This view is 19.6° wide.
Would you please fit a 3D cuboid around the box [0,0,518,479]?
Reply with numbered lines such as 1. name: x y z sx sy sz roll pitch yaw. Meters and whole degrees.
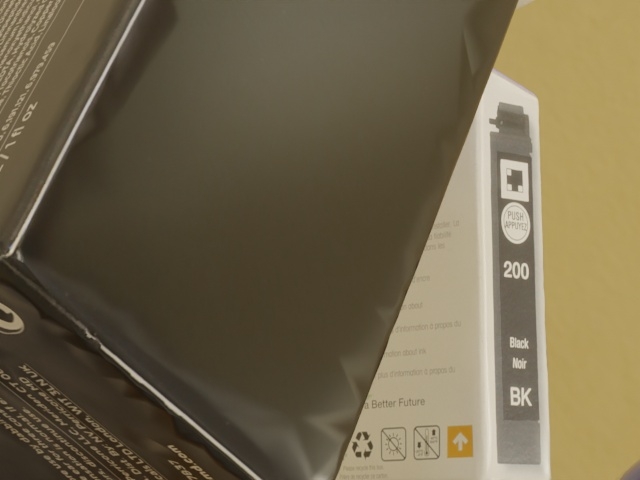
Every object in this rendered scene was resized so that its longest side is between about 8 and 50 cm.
1. box: -0.051 -0.053 0.480 0.184 0.261 0.103 -11 -46 41

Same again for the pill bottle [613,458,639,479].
1. pill bottle: 0.267 0.123 0.931 0.153 0.153 0.264 -13 -26 -43

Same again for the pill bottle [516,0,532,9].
1. pill bottle: 0.084 -0.305 1.227 0.169 0.169 0.301 -28 -39 -14

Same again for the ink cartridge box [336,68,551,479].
1. ink cartridge box: 0.000 0.000 0.759 0.206 0.208 0.045 -8 -11 44
